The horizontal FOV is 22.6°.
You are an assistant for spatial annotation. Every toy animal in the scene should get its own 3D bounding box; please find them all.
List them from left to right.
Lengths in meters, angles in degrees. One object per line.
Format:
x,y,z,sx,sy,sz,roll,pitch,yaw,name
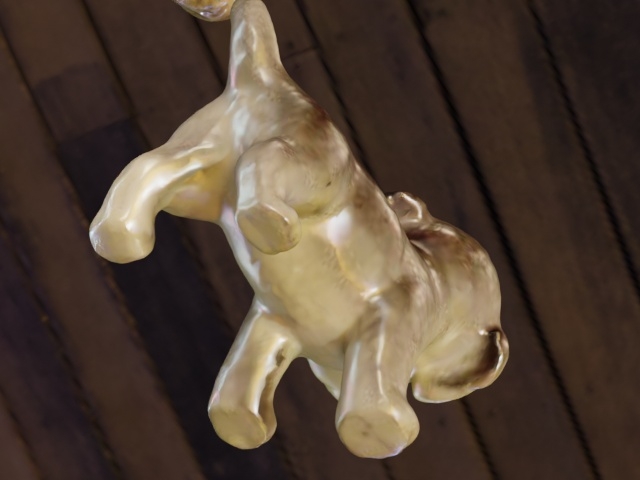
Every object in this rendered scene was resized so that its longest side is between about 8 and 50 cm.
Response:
0.000,0.016,0.775,0.121,0.169,0.233,-11,131,35,toy animal

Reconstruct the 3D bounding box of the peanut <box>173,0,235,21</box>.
-0.144,-0.305,1.523,0.226,0.095,0.108,48,165,-15,peanut
